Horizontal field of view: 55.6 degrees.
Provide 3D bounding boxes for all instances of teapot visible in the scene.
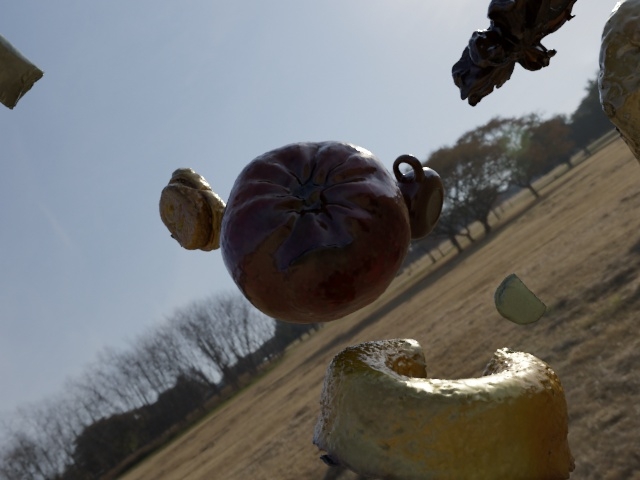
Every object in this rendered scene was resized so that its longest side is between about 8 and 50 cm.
[{"bbox_3d":[0.217,-0.108,1.483,0.178,0.135,0.252,-58,-36,-34],"label":"teapot"}]

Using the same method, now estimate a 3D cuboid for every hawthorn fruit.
[{"bbox_3d":[0.000,0.000,1.298,0.402,0.403,0.403,-34,-6,-4],"label":"hawthorn fruit"}]

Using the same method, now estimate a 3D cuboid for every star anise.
[{"bbox_3d":[0.230,-0.237,0.646,0.233,0.073,0.177,-36,-16,2],"label":"star anise"}]

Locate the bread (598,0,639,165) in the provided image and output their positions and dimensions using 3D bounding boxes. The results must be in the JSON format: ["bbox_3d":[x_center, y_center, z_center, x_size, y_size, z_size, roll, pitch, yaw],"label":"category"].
[{"bbox_3d":[0.426,-0.185,0.706,0.134,0.245,0.244,-2,19,44],"label":"bread"}]

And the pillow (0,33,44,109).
[{"bbox_3d":[-0.763,-0.412,1.425,0.134,0.181,0.078,-39,31,16],"label":"pillow"}]

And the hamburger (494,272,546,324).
[{"bbox_3d":[0.422,0.135,1.318,0.084,0.121,0.054,-43,13,5],"label":"hamburger"}]

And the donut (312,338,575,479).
[{"bbox_3d":[0.199,0.273,1.014,0.434,0.164,0.377,5,3,21],"label":"donut"}]

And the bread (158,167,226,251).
[{"bbox_3d":[-0.349,-0.078,1.666,0.120,0.236,0.198,-25,-28,-40],"label":"bread"}]
